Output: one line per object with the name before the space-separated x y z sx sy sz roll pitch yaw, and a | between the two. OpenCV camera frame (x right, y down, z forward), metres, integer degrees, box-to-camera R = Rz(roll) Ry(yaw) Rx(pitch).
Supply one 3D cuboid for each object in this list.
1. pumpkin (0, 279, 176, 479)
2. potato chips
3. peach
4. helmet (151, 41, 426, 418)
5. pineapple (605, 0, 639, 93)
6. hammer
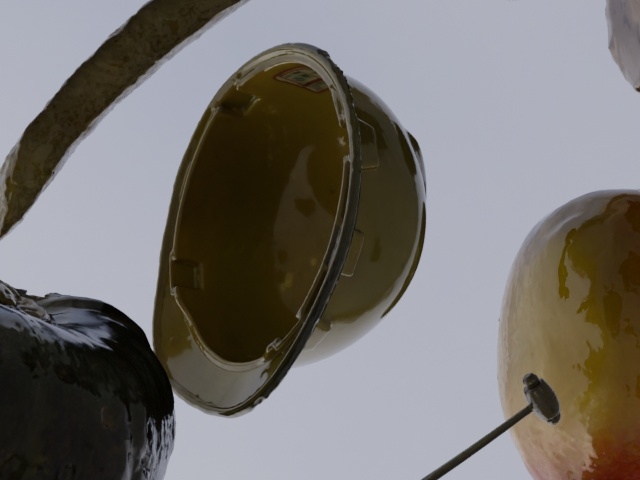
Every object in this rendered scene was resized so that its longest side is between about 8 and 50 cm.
pumpkin | -0.241 0.131 1.187 0.325 0.242 0.232 24 -161 -19
potato chips | -0.156 -0.151 1.716 0.407 0.057 0.080 -43 -76 -12
peach | 0.299 0.101 1.834 0.289 0.289 0.308 -5 -83 -38
helmet | 0.000 0.000 1.364 0.140 0.205 0.257 11 -82 -38
pineapple | 0.411 -0.193 1.724 0.310 0.141 0.170 -7 -83 -11
hammer | 0.060 0.104 0.921 0.123 0.014 0.029 -34 -75 -13
